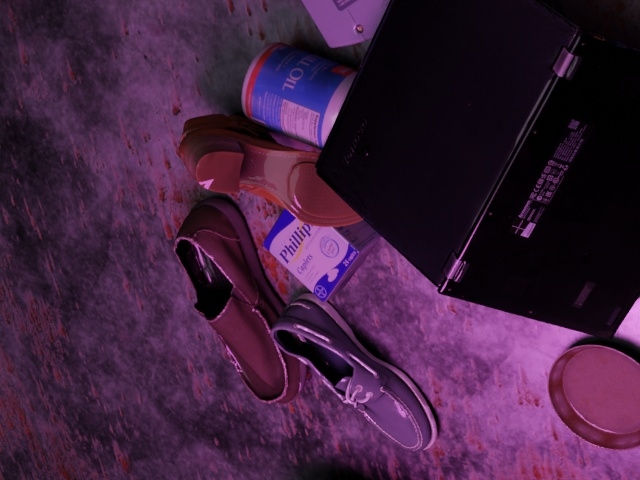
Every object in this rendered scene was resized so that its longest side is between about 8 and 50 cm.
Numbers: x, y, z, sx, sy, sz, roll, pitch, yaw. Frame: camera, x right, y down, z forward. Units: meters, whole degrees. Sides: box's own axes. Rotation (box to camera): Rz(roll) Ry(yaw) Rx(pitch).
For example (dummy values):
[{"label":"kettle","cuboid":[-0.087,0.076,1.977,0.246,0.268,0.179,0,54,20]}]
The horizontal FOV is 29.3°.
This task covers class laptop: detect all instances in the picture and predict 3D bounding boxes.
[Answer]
[{"label":"laptop","cuboid":[0.259,-0.130,1.570,0.407,0.236,0.382,16,120,-17]}]

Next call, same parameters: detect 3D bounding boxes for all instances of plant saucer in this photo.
[{"label":"plant saucer","cuboid":[0.403,0.216,1.726,0.168,0.029,0.168,15,121,28]}]

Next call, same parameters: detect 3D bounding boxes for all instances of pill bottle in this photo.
[{"label":"pill bottle","cuboid":[0.009,-0.191,1.734,0.221,0.124,0.124,23,125,23]}]

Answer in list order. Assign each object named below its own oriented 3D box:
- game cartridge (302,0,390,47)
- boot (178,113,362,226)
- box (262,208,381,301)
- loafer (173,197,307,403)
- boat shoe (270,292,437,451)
[{"label":"game cartridge","cuboid":[0.086,-0.386,1.626,0.297,0.062,0.198,-27,100,41]},{"label":"boot","cuboid":[-0.070,-0.111,1.804,0.283,0.220,0.109,6,109,-14]},{"label":"box","cuboid":[0.000,0.000,1.873,0.137,0.072,0.126,43,130,11]},{"label":"loafer","cuboid":[-0.148,0.118,2.001,0.133,0.130,0.366,-19,101,40]},{"label":"boat shoe","cuboid":[0.047,0.225,1.937,0.319,0.099,0.116,46,131,7]}]
